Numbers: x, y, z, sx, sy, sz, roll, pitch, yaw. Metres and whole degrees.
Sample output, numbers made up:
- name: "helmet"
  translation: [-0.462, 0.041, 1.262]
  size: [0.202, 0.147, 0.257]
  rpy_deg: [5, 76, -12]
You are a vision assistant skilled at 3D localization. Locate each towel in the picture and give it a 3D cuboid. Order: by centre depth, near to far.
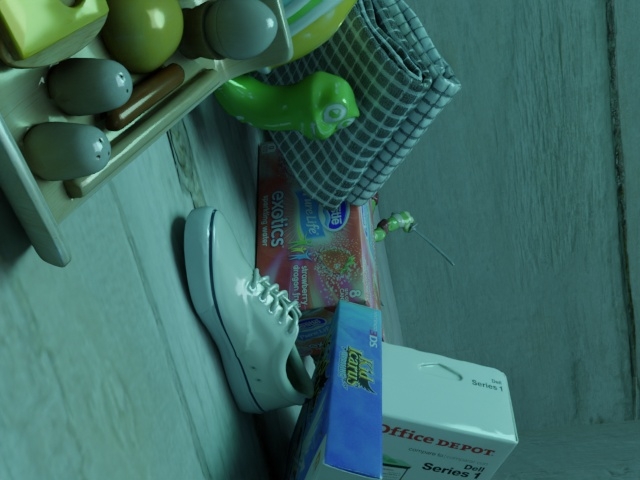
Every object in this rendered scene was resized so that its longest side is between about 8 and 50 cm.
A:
- name: "towel"
  translation: [0.015, -0.213, 0.844]
  size: [0.284, 0.121, 0.235]
  rpy_deg: [60, -41, 23]

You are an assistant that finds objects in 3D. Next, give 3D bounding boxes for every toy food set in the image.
- name: "toy food set"
  translation: [-0.119, -0.161, 0.431]
  size: [0.306, 0.092, 0.220]
  rpy_deg: [-57, 141, -47]

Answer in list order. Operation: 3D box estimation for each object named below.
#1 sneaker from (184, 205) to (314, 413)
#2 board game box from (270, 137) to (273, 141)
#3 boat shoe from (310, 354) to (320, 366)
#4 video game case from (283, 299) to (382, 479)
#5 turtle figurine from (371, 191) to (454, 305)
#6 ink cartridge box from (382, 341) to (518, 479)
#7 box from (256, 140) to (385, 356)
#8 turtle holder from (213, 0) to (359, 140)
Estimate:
- name: "sneaker"
  translation: [-0.067, 0.073, 0.699]
  size: [0.094, 0.091, 0.258]
  rpy_deg: [-84, 162, -55]
- name: "board game box"
  translation: [-0.025, -0.247, 1.070]
  size: [0.039, 0.160, 0.212]
  rpy_deg: [17, 55, -33]
- name: "boat shoe"
  translation: [0.022, 0.095, 1.129]
  size: [0.097, 0.116, 0.324]
  rpy_deg: [46, 25, -19]
- name: "video game case"
  translation: [0.005, 0.241, 0.754]
  size: [0.270, 0.061, 0.244]
  rpy_deg: [-80, -172, -62]
- name: "turtle figurine"
  translation: [0.112, -0.012, 1.500]
  size: [0.198, 0.274, 0.266]
  rpy_deg: [121, -29, -46]
- name: "ink cartridge box"
  translation: [0.117, 0.289, 0.924]
  size: [0.117, 0.201, 0.278]
  rpy_deg: [-85, -169, -51]
- name: "box"
  translation: [0.000, 0.000, 0.965]
  size: [0.142, 0.154, 0.300]
  rpy_deg: [67, 18, -54]
- name: "turtle holder"
  translation: [-0.060, -0.264, 0.648]
  size: [0.243, 0.227, 0.321]
  rpy_deg: [1, 80, -80]
